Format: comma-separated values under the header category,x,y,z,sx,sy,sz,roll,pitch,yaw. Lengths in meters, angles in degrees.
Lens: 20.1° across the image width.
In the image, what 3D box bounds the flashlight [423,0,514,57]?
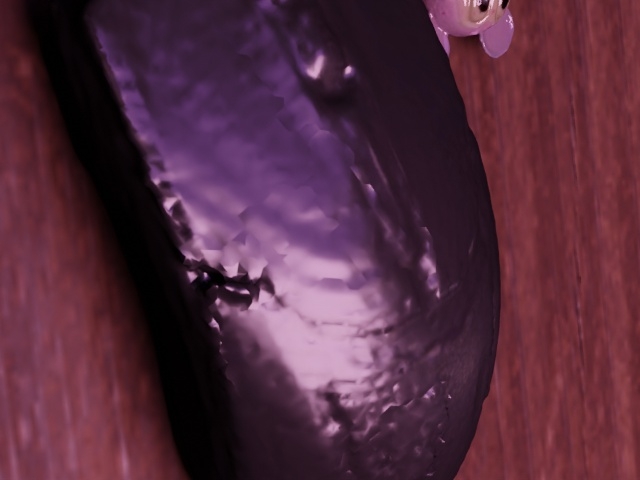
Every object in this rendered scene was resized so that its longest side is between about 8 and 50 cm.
category,x,y,z,sx,sy,sz,roll,pitch,yaw
flashlight,0.044,-0.113,0.592,0.052,0.031,0.110,-14,100,-42

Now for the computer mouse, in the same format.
category,x,y,z,sx,sy,sz,roll,pitch,yaw
computer mouse,0.000,0.000,0.525,0.122,0.073,0.217,-30,108,-41
